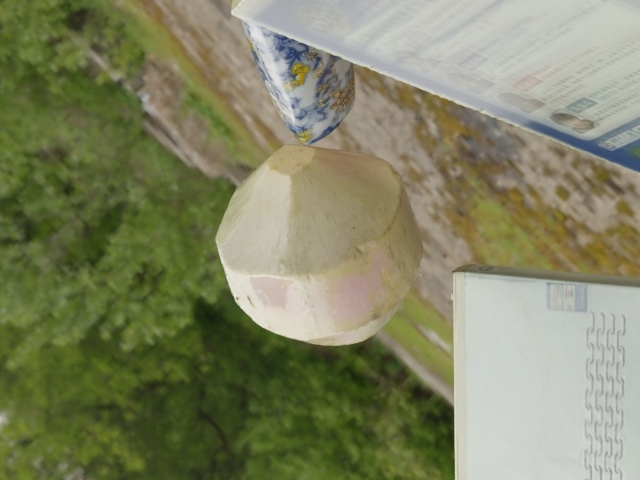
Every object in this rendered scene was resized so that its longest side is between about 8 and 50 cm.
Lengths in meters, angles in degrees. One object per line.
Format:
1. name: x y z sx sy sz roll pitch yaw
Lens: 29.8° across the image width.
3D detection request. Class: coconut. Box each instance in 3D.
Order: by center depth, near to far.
1. coconut: 0.000 0.000 1.331 0.197 0.237 0.237 16 155 35

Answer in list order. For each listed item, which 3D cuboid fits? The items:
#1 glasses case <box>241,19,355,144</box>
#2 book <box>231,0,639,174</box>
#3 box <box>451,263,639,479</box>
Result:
1. glasses case: -0.017 -0.178 1.120 0.065 0.087 0.248 40 168 27
2. book: 0.131 -0.113 0.677 0.322 0.018 0.228 19 164 -19
3. box: 0.217 0.159 1.093 0.211 0.045 0.270 3 104 28
